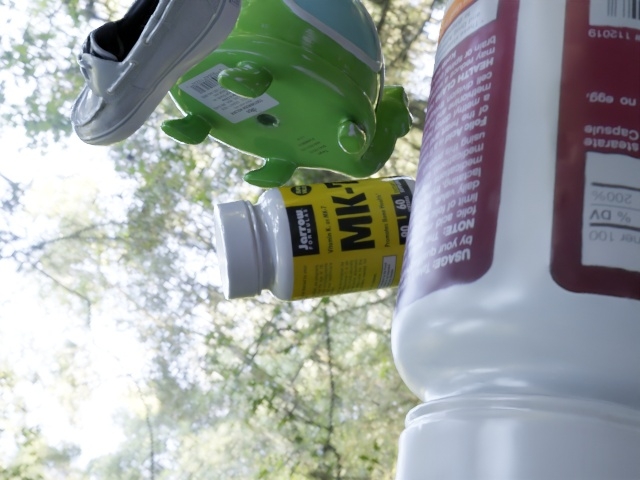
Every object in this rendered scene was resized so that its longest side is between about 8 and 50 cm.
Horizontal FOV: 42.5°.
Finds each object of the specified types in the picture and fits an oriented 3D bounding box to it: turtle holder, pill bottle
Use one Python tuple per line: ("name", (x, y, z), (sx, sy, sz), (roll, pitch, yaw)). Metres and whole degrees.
("turtle holder", (-0.016, -0.203, 0.989), (0.243, 0.320, 0.228), (125, 159, -66))
("pill bottle", (0.000, 0.000, 0.851), (0.208, 0.119, 0.119), (-7, -45, -13))
("pill bottle", (0.169, 0.007, 0.557), (0.224, 0.223, 0.393), (70, -151, -61))

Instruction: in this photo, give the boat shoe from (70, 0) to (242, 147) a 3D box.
("boat shoe", (-0.131, -0.127, 0.568), (0.063, 0.184, 0.066), (19, -123, -41))
